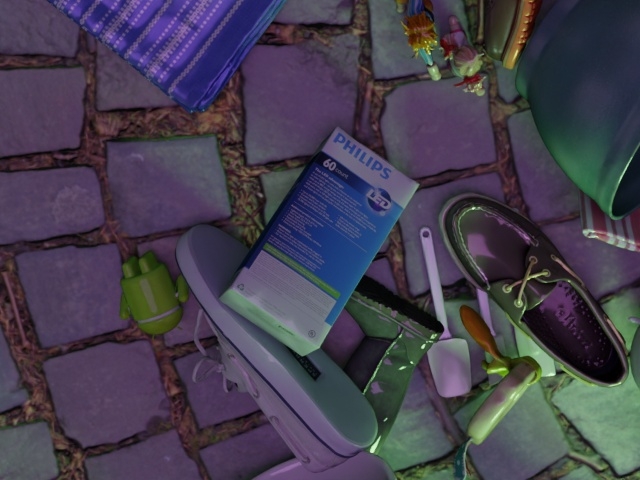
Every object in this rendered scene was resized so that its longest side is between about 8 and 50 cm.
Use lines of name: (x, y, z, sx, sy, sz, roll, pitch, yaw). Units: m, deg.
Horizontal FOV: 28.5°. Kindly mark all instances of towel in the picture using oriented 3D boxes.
towel: (0.420, -0.018, 1.609, 0.197, 0.144, 0.029, 18, 123, -2)
towel: (-0.217, -0.349, 1.601, 0.336, 0.040, 0.243, 37, 100, -6)

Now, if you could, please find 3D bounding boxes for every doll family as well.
doll family: (0.119, -0.291, 1.541, 0.118, 0.163, 0.263, -16, 102, 5)

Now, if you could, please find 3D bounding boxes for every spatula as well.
spatula: (0.217, 0.085, 1.698, 0.168, 0.019, 0.242, -11, 102, 5)

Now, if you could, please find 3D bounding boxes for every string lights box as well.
string lights box: (0.000, 0.000, 1.592, 0.133, 0.077, 0.259, 35, 69, -6)

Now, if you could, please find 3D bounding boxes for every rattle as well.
rattle: (0.193, 0.211, 1.685, 0.143, 0.130, 0.199, 31, 127, 0)

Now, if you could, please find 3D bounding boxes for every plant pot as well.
plant pot: (0.362, -0.199, 1.517, 0.196, 0.293, 0.293, 39, 102, 20)

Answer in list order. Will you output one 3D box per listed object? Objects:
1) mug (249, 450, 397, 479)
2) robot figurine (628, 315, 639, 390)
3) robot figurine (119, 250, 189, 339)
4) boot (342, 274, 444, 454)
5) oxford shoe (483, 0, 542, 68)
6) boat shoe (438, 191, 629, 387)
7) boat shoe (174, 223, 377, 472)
mug: (0.068, 0.467, 1.673, 0.374, 0.276, 0.328, -26, 110, -10)
robot figurine: (0.537, 0.194, 1.621, 0.300, 0.200, 0.353, -44, 101, -30)
robot figurine: (-0.225, 0.075, 1.682, 0.101, 0.067, 0.115, -18, 102, 12)
boot: (0.047, 0.163, 1.700, 0.190, 0.076, 0.208, 33, 112, 5)
oxford shoe: (0.207, -0.385, 1.476, 0.133, 0.130, 0.363, 6, 107, 13)
boat shoe: (0.283, 0.066, 1.641, 0.116, 0.097, 0.324, -42, 102, 3)
boat shoe: (-0.091, 0.156, 1.669, 0.367, 0.136, 0.156, 49, 123, 0)
